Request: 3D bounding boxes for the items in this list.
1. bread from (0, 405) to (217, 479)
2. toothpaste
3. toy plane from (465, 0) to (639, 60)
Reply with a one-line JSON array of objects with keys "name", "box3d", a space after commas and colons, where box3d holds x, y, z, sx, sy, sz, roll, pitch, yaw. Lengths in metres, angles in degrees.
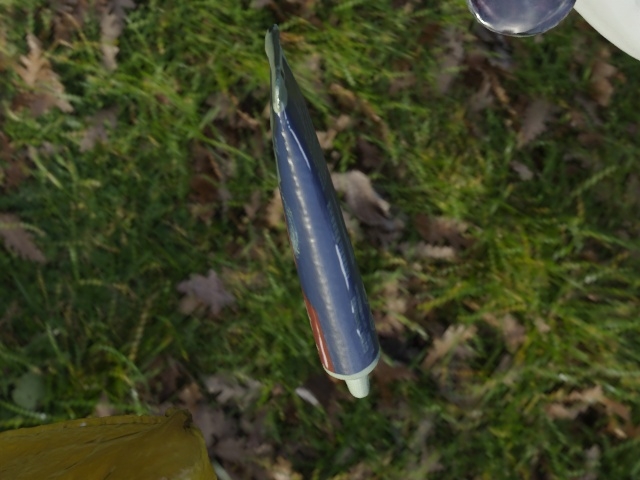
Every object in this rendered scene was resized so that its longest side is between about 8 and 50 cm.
[{"name": "bread", "box3d": [-0.149, 0.188, 0.688, 0.195, 0.270, 0.142, -30, 106, -44]}, {"name": "toothpaste", "box3d": [0.000, 0.000, 0.386, 0.021, 0.037, 0.140, -12, 129, 3]}, {"name": "toy plane", "box3d": [0.064, -0.148, 0.412, 0.101, 0.251, 0.255, -35, 114, 19]}]
